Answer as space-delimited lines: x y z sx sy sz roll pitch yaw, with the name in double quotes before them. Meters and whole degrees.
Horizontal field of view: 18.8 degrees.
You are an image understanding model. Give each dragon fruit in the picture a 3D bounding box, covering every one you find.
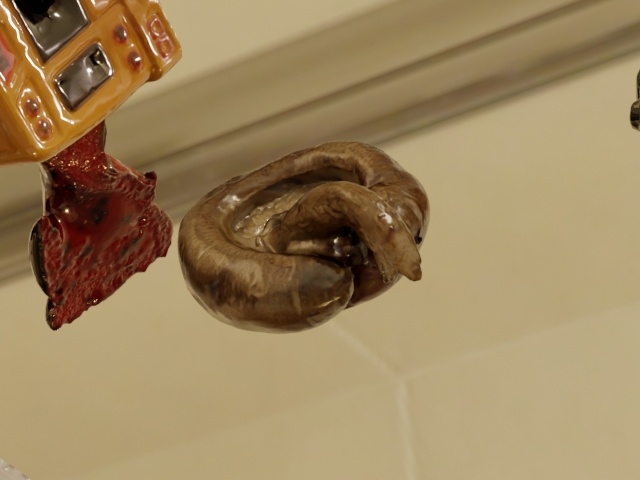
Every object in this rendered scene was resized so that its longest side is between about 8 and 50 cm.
"dragon fruit" -0.190 -0.034 1.377 0.092 0.122 0.192 38 -20 27

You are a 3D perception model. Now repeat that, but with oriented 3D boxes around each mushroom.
"mushroom" 0.001 0.001 1.019 0.080 0.135 0.170 58 -20 -22

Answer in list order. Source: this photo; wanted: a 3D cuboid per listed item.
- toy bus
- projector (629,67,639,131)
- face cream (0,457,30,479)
"toy bus" -0.141 -0.059 0.565 0.088 0.194 0.083 -51 124 -42
"projector" 0.233 -0.098 1.105 0.257 0.079 0.259 24 71 -67
"face cream" -0.390 0.272 1.863 0.092 0.058 0.243 37 43 12
